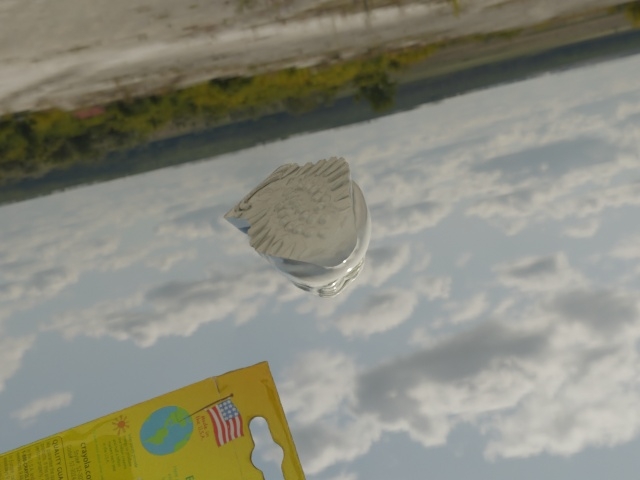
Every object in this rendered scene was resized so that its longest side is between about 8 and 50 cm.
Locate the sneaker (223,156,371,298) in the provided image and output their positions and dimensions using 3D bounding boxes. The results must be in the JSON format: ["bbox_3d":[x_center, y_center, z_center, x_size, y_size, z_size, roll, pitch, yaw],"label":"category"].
[{"bbox_3d":[0.000,0.000,0.749,0.090,0.094,0.235,-38,-166,-4],"label":"sneaker"}]

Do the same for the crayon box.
[{"bbox_3d":[-0.164,0.258,0.933,0.319,0.202,0.081,-19,142,-1],"label":"crayon box"}]
